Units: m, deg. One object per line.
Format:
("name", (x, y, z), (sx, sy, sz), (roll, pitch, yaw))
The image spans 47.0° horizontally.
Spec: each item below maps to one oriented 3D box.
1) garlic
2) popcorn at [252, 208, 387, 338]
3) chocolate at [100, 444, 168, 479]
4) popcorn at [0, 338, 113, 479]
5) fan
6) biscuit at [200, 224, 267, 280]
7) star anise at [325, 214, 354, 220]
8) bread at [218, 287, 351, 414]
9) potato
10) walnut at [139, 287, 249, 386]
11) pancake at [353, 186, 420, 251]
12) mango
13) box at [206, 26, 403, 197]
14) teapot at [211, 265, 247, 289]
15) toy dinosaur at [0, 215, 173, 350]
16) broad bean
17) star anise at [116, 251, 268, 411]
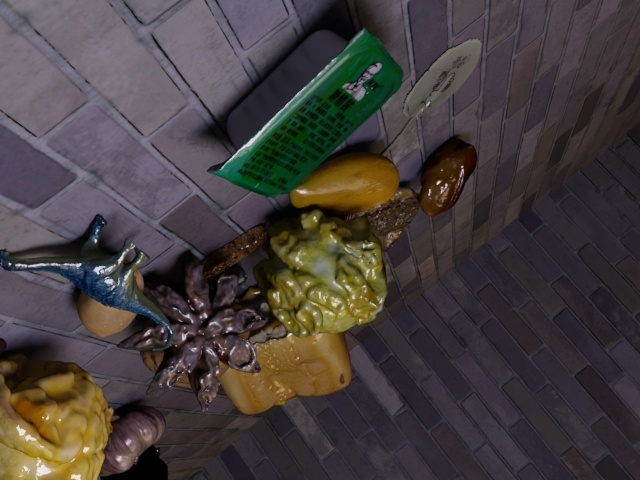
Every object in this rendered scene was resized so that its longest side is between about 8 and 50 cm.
("garlic", (-0.562, 0.552, 2.076), (0.245, 0.160, 0.245), (-43, -177, 2))
("popcorn", (-0.003, 0.065, 1.650), (0.312, 0.312, 0.312), (-34, 162, -13))
("chocolate", (-0.604, 0.681, 2.378), (0.224, 0.206, 0.177), (-33, -152, 16))
("popcorn", (-0.559, 0.338, 1.333), (0.349, 0.349, 0.382), (-25, 133, -35))
("fan", (0.240, -0.307, 1.733), (0.233, 0.012, 0.415), (-16, 151, -49))
("biscuit", (-0.208, 0.034, 1.669), (0.199, 0.034, 0.064), (-32, 161, -16))
("star anise", (0.000, -0.001, 1.879), (0.288, 0.088, 0.288), (-27, 150, -17))
("bread", (-0.110, 0.286, 1.980), (0.361, 0.250, 0.394), (-18, 137, 2))
("potato", (-0.390, 0.105, 1.374), (0.118, 0.109, 0.178), (-8, 147, -34))
("walnut", (-0.283, 0.218, 1.686), (0.261, 0.225, 0.225), (-19, 154, -40))
("pancake", (0.134, -0.024, 2.126), (0.382, 0.071, 0.382), (-31, 159, -13))
("mango", (0.058, -0.125, 1.663), (0.316, 0.119, 0.176), (-13, 162, -32))
("box", (-0.032, -0.228, 1.258), (0.336, 0.106, 0.264), (-43, 162, 11))
("teapot", (-0.223, 0.093, 1.781), (0.083, 0.063, 0.049), (-30, 129, -16))
("toy dinosaur", (-0.355, 0.060, 1.253), (0.147, 0.076, 0.363), (-54, 133, -3))
("broad bean", (0.349, -0.175, 2.055), (0.229, 0.122, 0.156), (-60, 166, 14))
("star anise", (-0.251, 0.180, 1.516), (0.331, 0.332, 0.117), (-27, -179, -32))
